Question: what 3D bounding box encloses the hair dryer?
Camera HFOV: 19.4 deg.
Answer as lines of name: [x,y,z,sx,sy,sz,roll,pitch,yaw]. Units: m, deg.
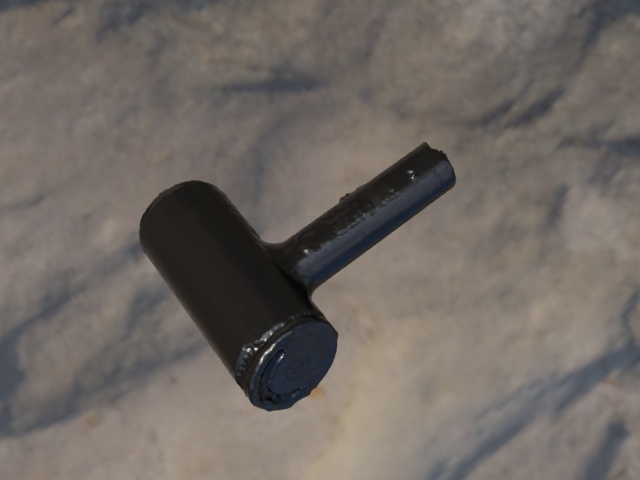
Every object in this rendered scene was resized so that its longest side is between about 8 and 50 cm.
hair dryer: [0.000,0.000,1.511,0.251,0.197,0.089,-32,142,-12]
